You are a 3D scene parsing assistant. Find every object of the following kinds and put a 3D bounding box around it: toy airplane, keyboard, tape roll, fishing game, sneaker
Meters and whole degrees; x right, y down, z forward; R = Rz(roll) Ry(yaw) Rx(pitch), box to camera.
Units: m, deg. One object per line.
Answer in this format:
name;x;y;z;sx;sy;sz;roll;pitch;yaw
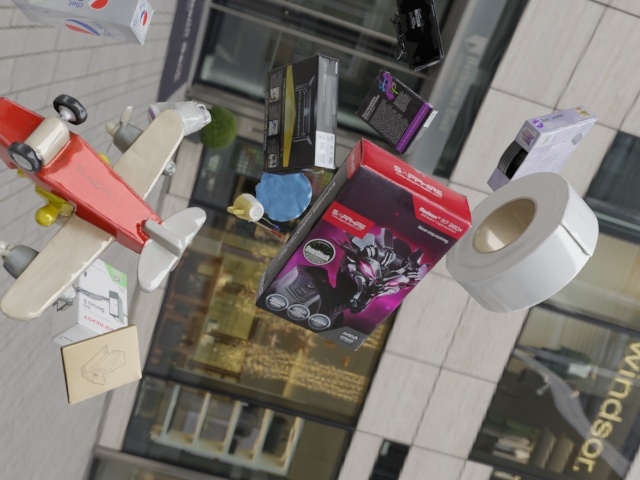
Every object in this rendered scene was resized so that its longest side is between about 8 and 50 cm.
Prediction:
toy airplane;-0.415;-0.066;1.232;0.272;0.386;0.384;-10;-93;50
keyboard;0.188;-0.435;1.317;0.038;0.100;0.192;-5;85;-58
tape roll;0.385;0.001;1.285;0.286;0.100;0.286;-40;-160;17
fishing game;-0.119;-0.150;2.121;0.264;0.189;0.041;-62;166;-2
sneaker;-0.437;-0.370;2.037;0.305;0.152;0.114;25;-50;54

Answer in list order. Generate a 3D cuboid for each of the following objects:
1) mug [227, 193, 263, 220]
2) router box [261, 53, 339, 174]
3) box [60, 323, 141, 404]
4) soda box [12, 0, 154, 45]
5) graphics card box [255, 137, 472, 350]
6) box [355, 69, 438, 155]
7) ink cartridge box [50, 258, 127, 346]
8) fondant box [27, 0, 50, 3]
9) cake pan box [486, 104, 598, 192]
mug;-0.172;-0.070;1.571;0.078;0.062;0.064;-37;-149;-16
router box;-0.060;-0.348;1.886;0.243;0.081;0.308;0;-93;49
box;-0.572;0.323;1.739;0.021;0.201;0.164;19;-63;45
soda box;-0.534;-0.531;1.498;0.091;0.286;0.098;77;26;-78
graphics card box;0.067;0.023;1.199;0.371;0.233;0.094;-51;-159;32
box;0.162;-0.276;1.425;0.029;0.162;0.116;-5;134;-53
ink cartridge box;-0.683;0.193;1.968;0.115;0.198;0.272;-29;-130;17
fondant box;-0.376;-0.528;0.926;0.238;0.096;0.330;-74;156;-58
cake pan box;0.620;-0.250;1.866;0.070;0.267;0.245;53;-34;28
